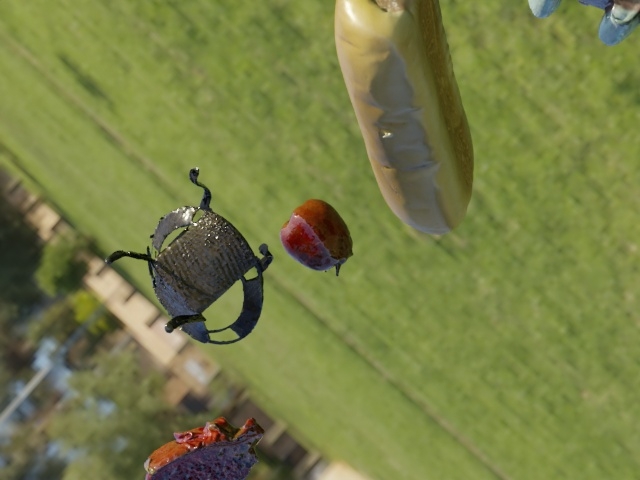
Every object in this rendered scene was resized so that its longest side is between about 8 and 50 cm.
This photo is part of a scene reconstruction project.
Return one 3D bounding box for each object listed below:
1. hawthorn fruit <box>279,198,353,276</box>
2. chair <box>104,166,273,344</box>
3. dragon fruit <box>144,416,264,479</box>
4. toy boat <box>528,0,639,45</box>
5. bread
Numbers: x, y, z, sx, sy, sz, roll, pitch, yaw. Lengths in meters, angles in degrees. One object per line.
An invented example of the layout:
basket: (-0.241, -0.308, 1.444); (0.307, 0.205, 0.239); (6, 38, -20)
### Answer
hawthorn fruit: (0.000, 0.000, 1.939); (0.093, 0.081, 0.081); (40, 176, 11)
chair: (-0.143, 0.036, 1.838); (0.174, 0.149, 0.213); (46, 173, 12)
dragon fruit: (-0.130, 0.234, 1.782); (0.097, 0.131, 0.063); (39, -170, -29)
toy boat: (0.311, -0.321, 1.740); (0.155, 0.227, 0.085); (21, 162, 4)
bread: (0.078, -0.130, 1.466); (0.091, 0.142, 0.305); (4, 145, 19)
